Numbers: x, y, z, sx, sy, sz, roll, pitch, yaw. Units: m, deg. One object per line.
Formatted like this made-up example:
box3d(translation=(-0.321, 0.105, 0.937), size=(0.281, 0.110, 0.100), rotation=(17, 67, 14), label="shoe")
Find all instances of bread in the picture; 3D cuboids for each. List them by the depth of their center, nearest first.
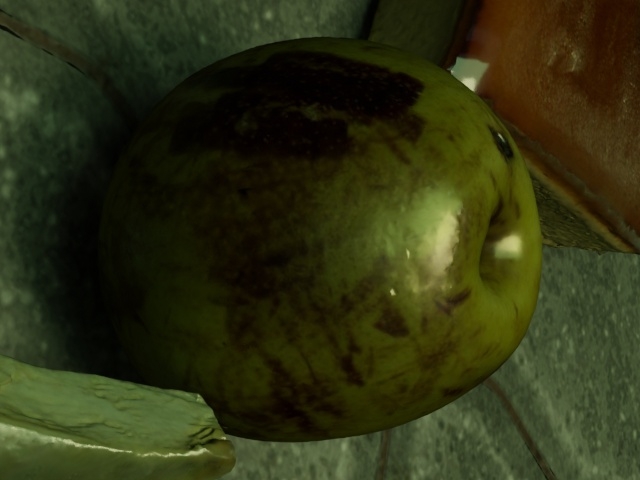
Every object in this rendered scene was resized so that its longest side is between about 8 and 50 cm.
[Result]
box3d(translation=(0.200, -0.189, 1.210), size=(0.333, 0.143, 0.324), rotation=(33, 63, -41), label="bread")

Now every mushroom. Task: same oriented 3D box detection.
box3d(translation=(-0.204, 0.110, 0.710), size=(0.333, 0.087, 0.107), rotation=(-8, 121, -25), label="mushroom")

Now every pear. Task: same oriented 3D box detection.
box3d(translation=(0.000, 0.000, 0.879), size=(0.283, 0.283, 0.284), rotation=(7, 81, -47), label="pear")
